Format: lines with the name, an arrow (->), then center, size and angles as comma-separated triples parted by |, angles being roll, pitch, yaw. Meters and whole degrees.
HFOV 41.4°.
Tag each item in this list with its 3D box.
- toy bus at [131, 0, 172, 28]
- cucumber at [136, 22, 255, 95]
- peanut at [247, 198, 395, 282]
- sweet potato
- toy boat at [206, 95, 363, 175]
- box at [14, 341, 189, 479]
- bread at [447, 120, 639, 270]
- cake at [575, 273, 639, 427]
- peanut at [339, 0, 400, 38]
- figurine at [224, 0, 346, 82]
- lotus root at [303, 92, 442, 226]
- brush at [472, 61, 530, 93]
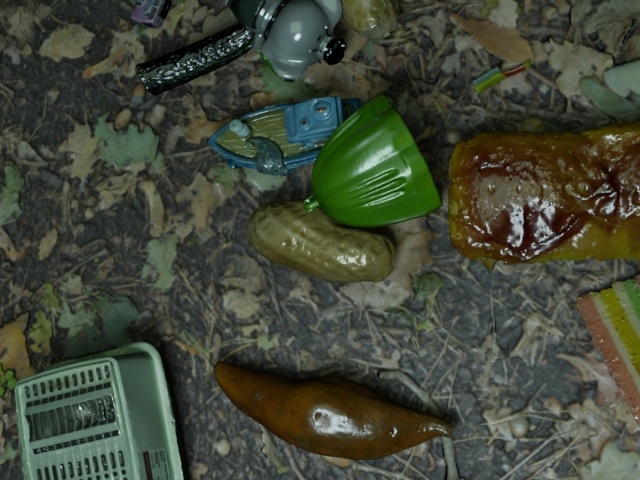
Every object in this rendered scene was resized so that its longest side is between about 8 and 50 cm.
toy bus -> -0.261, -0.410, 1.382 | 0.052, 0.037, 0.130 | 22, 89, 15
cucumber -> -0.182, -0.292, 1.329 | 0.215, 0.058, 0.052 | -22, 48, 10
peanut -> 0.000, 0.000, 1.212 | 0.226, 0.095, 0.108 | 19, 93, 19
sweet potato -> 0.005, 0.241, 1.176 | 0.359, 0.112, 0.112 | 6, 85, 16
toy boat -> -0.054, -0.157, 1.249 | 0.238, 0.098, 0.109 | -9, 77, 18
box -> -0.312, 0.305, 1.238 | 0.220, 0.166, 0.290 | -15, 79, 16
bread -> 0.357, -0.057, 1.097 | 0.380, 0.109, 0.185 | -3, 82, 16
cake -> 0.416, 0.150, 1.062 | 0.109, 0.090, 0.225 | -28, 75, 17
peanut -> 0.046, -0.390, 1.254 | 0.099, 0.099, 0.214 | -41, 66, 10
figurine -> -0.047, -0.316, 1.241 | 0.192, 0.126, 0.147 | 35, 100, 11
lotus root -> 0.052, -0.083, 1.148 | 0.186, 0.186, 0.186 | -2, 82, 18
brush -> 0.256, -0.236, 1.197 | 0.083, 0.019, 0.021 | -25, 67, 16
